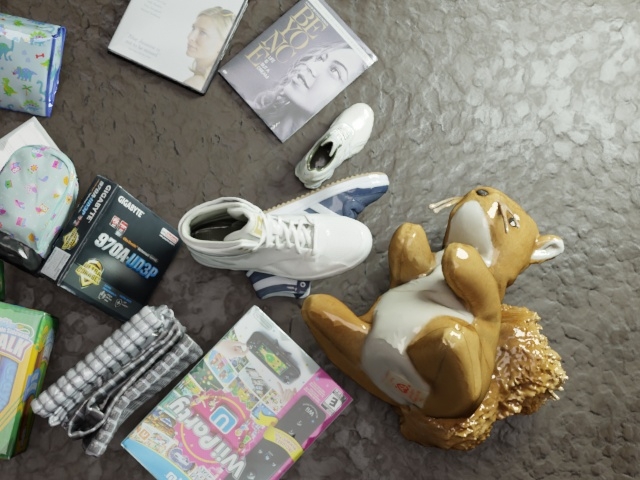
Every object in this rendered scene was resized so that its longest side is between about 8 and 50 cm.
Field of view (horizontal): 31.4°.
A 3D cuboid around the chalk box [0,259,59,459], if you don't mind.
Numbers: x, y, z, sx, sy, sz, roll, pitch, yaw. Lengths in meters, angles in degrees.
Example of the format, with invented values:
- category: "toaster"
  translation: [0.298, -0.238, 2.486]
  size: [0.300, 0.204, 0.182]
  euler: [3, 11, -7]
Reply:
- category: "chalk box"
  translation: [-0.514, 0.173, 1.750]
  size: [0.179, 0.180, 0.289]
  euler: [14, 83, -4]

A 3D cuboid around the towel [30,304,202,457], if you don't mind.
- category: "towel"
  translation: [-0.292, 0.207, 1.716]
  size: [0.235, 0.284, 0.121]
  euler: [-41, 90, -8]

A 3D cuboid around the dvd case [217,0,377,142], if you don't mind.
- category: "dvd case"
  translation: [-0.038, -0.297, 1.932]
  size: [0.221, 0.018, 0.164]
  euler: [-42, 89, -9]

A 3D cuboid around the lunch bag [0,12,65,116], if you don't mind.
- category: "lunch bag"
  translation: [-0.492, -0.283, 1.848]
  size: [0.129, 0.096, 0.151]
  euler: [12, 112, -4]

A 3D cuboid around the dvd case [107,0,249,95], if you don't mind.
- category: "dvd case"
  translation: [-0.226, -0.392, 1.921]
  size: [0.180, 0.022, 0.253]
  euler: [24, 82, -2]

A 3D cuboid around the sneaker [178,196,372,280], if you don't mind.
- category: "sneaker"
  translation: [-0.070, -0.002, 1.732]
  size: [0.292, 0.169, 0.108]
  euler: [-2, 79, 4]

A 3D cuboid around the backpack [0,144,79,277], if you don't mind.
- category: "backpack"
  translation: [-0.437, -0.053, 1.711]
  size: [0.152, 0.115, 0.182]
  euler: [29, 76, -6]

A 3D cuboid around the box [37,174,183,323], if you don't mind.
- category: "box"
  translation: [-0.320, 0.021, 1.772]
  size: [0.051, 0.220, 0.175]
  euler: [25, 80, 29]

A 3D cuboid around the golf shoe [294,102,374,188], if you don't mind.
- category: "golf shoe"
  translation: [0.031, -0.162, 1.890]
  size: [0.069, 0.086, 0.176]
  euler: [38, 80, 1]

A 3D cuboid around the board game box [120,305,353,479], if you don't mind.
- category: "board game box"
  translation: [-0.131, 0.289, 1.818]
  size: [0.224, 0.097, 0.303]
  euler: [44, 82, 1]

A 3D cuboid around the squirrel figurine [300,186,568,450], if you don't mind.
- category: "squirrel figurine"
  translation: [0.232, 0.120, 1.811]
  size: [0.370, 0.281, 0.397]
  euler: [-52, 129, -32]

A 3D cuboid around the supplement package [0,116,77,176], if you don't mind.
- category: "supplement package"
  translation: [-0.496, -0.098, 1.819]
  size: [0.179, 0.105, 0.105]
  euler: [-36, 90, -9]

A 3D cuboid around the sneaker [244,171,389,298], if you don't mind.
- category: "sneaker"
  translation: [0.000, 0.000, 1.859]
  size: [0.282, 0.099, 0.153]
  euler: [-22, 81, -1]
